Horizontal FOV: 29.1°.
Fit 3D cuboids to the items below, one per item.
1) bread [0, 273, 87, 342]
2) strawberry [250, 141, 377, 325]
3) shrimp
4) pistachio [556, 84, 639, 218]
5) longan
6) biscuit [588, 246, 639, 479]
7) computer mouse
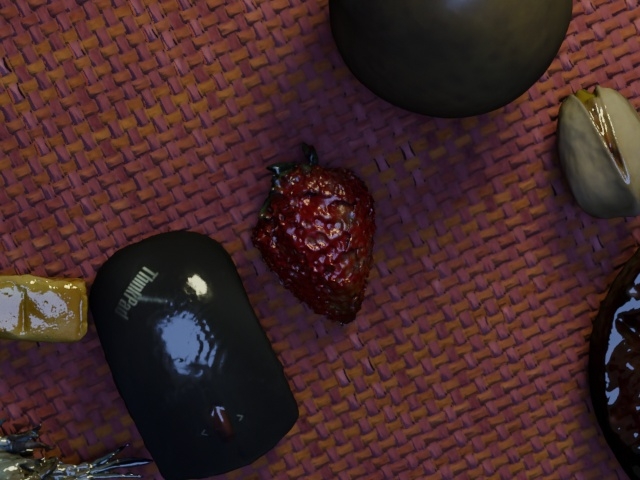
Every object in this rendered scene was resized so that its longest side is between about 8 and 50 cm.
[{"bbox_3d":[-0.314,0.071,1.324,0.132,0.053,0.074,6,97,-9],"label":"bread"},{"bbox_3d":[-0.002,-0.003,1.334,0.140,0.085,0.192,10,98,-10],"label":"strawberry"},{"bbox_3d":[-0.362,0.288,1.294,0.372,0.137,0.172,-12,61,-1],"label":"shrimp"},{"bbox_3d":[0.310,-0.096,1.343,0.113,0.113,0.149,-27,95,-2],"label":"pistachio"},{"bbox_3d":[0.125,-0.244,1.231,0.258,0.258,0.258,-1,98,-6],"label":"longan"},{"bbox_3d":[0.503,0.140,1.406,0.407,0.091,0.407,-1,99,-4],"label":"biscuit"},{"bbox_3d":[-0.139,0.125,1.328,0.170,0.100,0.269,-24,99,0],"label":"computer mouse"}]
